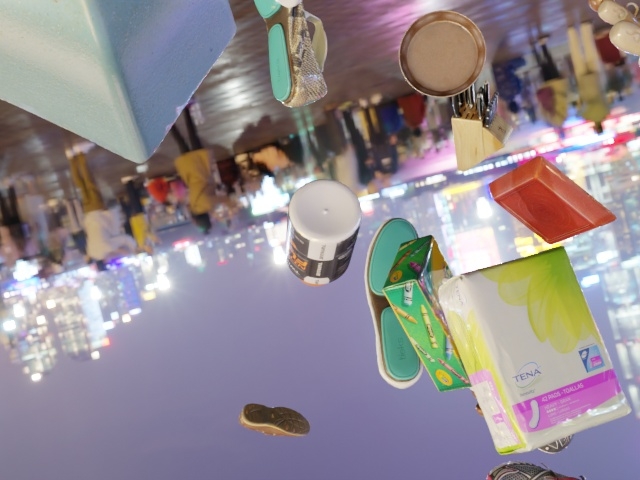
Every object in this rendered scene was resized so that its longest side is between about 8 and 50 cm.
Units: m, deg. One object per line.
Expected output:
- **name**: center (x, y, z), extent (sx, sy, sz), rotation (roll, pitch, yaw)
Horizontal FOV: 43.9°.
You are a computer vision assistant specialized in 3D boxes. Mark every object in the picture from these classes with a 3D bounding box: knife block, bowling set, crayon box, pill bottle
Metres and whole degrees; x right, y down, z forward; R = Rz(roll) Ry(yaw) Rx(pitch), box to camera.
- **knife block**: center (0.434, -0.354, 2.360), extent (0.275, 0.242, 0.088), rotation (-35, -161, 55)
- **bowling set**: center (0.668, -0.501, 1.632), extent (0.154, 0.287, 0.200), rotation (21, -171, -17)
- **crayon box**: center (0.237, 0.151, 1.629), extent (0.081, 0.278, 0.165), rotation (-17, -155, 29)
- **pill bottle**: center (0.000, 0.000, 1.467), extent (0.130, 0.131, 0.246), rotation (-15, 156, -12)

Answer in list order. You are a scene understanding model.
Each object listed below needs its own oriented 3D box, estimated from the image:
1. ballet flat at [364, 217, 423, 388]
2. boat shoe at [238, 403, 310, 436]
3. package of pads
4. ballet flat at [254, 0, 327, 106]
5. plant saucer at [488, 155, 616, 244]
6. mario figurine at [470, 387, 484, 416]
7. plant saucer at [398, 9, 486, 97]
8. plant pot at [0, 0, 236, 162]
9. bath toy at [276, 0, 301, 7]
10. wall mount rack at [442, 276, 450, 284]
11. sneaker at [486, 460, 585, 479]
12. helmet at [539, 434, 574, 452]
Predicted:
- **ballet flat**: center (0.170, 0.149, 1.845), extent (0.139, 0.401, 0.139), rotation (-1, 159, 0)
- **boat shoe**: center (-0.113, 0.438, 1.914), extent (0.177, 0.064, 0.060), rotation (16, 141, -18)
- **package of pads**: center (0.340, 0.176, 1.290), extent (0.229, 0.297, 0.101), rotation (-13, 165, -23)
- **ballet flat**: center (-0.080, -0.606, 2.157), extent (0.182, 0.483, 0.164), rotation (-15, -176, -32)
- **plant saucer**: center (0.582, -0.087, 2.048), extent (0.048, 0.258, 0.259), rotation (-55, -172, -21)
- **mario figurine**: center (0.371, 0.257, 1.922), extent (0.170, 0.321, 0.198), rotation (-18, -161, -29)
- **plant saucer**: center (0.238, -0.363, 1.552), extent (0.168, 0.169, 0.029), rotation (-14, 180, 11)
- **plant pot**: center (-0.272, -0.294, 0.943), extent (0.247, 0.248, 0.252), rotation (25, 158, 10)
- **bath toy**: center (-0.002, -0.684, 1.840), extent (0.348, 0.151, 0.129), rotation (-30, 164, 26)
- **wall mount rack**: center (0.374, 0.152, 1.615), extent (0.304, 0.131, 0.350), rotation (12, -175, 2)
- **sneaker**: center (0.470, 0.498, 1.544), extent (0.299, 0.121, 0.112), rotation (11, 158, -1)
- **helmet**: center (0.570, 0.455, 2.037), extent (0.169, 0.170, 0.161), rotation (-16, -175, -34)
